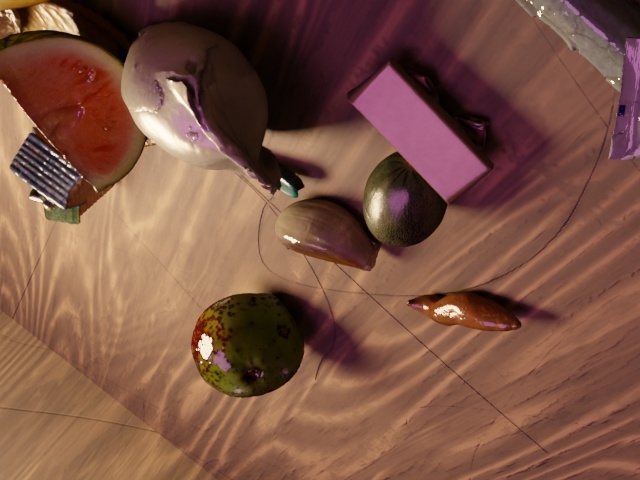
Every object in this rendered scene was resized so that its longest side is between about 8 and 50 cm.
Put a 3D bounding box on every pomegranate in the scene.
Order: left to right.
[{"bbox_3d":[-0.150,0.181,1.900,0.214,0.214,0.248,62,177,-35],"label":"pomegranate"}]

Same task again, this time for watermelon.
[{"bbox_3d":[-0.374,-0.235,1.518,0.128,0.159,0.303,50,175,45],"label":"watermelon"}]

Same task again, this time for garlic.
[{"bbox_3d":[-0.012,-0.006,1.573,0.198,0.090,0.128,5,149,39],"label":"garlic"}]

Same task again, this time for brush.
[{"bbox_3d":[-0.096,-0.119,1.567,0.193,0.032,0.043,32,157,36],"label":"brush"}]

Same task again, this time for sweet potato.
[{"bbox_3d":[0.218,0.105,1.503,0.055,0.058,0.202,6,180,-41],"label":"sweet potato"}]

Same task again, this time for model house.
[{"bbox_3d":[-0.479,-0.123,1.840,0.166,0.172,0.183,32,151,9],"label":"model house"}]

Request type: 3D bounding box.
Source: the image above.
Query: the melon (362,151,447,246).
[{"bbox_3d":[0.113,-0.052,1.334,0.114,0.114,0.167,33,151,11],"label":"melon"}]

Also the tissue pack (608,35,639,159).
[{"bbox_3d":[0.379,-0.124,0.933,0.193,0.026,0.122,6,116,10],"label":"tissue pack"}]

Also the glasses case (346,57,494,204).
[{"bbox_3d":[0.138,-0.151,1.232,0.193,0.070,0.102,45,123,-7],"label":"glasses case"}]

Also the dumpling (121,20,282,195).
[{"bbox_3d":[-0.156,-0.180,1.392,0.341,0.181,0.260,11,150,51],"label":"dumpling"}]

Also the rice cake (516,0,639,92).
[{"bbox_3d":[0.262,-0.224,0.977,0.336,0.066,0.063,41,159,-2],"label":"rice cake"}]

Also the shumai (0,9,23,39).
[{"bbox_3d":[-0.560,-0.363,1.561,0.201,0.120,0.201,42,154,26],"label":"shumai"}]

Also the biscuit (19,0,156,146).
[{"bbox_3d":[-0.370,-0.275,1.624,0.318,0.040,0.318,27,151,16],"label":"biscuit"}]

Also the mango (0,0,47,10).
[{"bbox_3d":[-0.440,-0.424,1.343,0.384,0.199,0.221,0,115,34],"label":"mango"}]
